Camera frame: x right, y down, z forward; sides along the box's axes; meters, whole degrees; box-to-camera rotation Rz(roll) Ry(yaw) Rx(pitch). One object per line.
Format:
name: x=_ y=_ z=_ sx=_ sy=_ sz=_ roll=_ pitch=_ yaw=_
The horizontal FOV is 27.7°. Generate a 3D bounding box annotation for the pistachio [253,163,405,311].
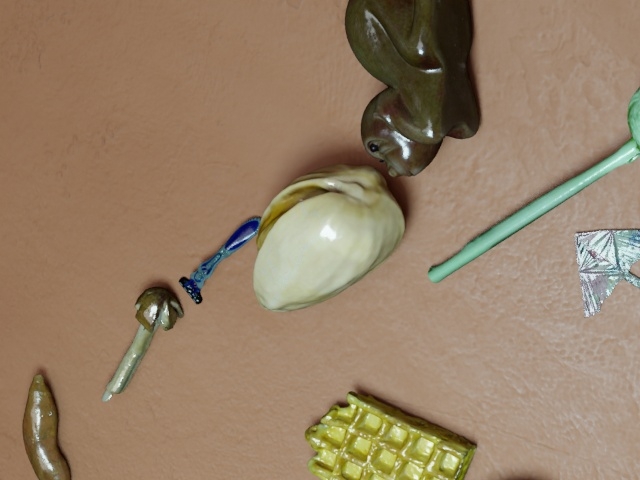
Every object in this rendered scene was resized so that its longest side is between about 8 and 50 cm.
pistachio: x=0.000 y=0.000 z=1.609 sx=0.229 sy=0.157 sz=0.157 roll=-42 pitch=78 yaw=35

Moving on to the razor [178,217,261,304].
razor: x=-0.132 y=0.024 z=1.727 sx=0.154 sy=0.028 sz=0.044 roll=-44 pitch=77 yaw=22

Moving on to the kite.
kite: x=0.355 y=0.043 z=1.519 sx=0.152 sy=0.005 sz=0.137 roll=43 pitch=113 yaw=15

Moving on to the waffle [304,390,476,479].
waffle: x=0.073 y=0.289 z=1.646 sx=0.211 sy=0.055 sz=0.160 roll=23 pitch=103 yaw=20

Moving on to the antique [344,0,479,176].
antique: x=0.101 y=-0.204 z=1.549 sx=0.143 sy=0.121 sz=0.256 roll=-5 pitch=93 yaw=32

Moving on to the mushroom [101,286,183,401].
mushroom: x=-0.247 y=0.146 z=1.778 sx=0.061 sy=0.060 sz=0.187 roll=34 pitch=111 yaw=19

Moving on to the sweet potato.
sweet potato: x=-0.397 y=0.290 z=1.865 sx=0.055 sy=0.058 sz=0.202 roll=-11 pitch=96 yaw=-17

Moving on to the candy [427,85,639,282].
candy: x=0.291 y=-0.061 z=1.496 sx=0.440 sy=0.119 sz=0.119 roll=-36 pitch=81 yaw=30
